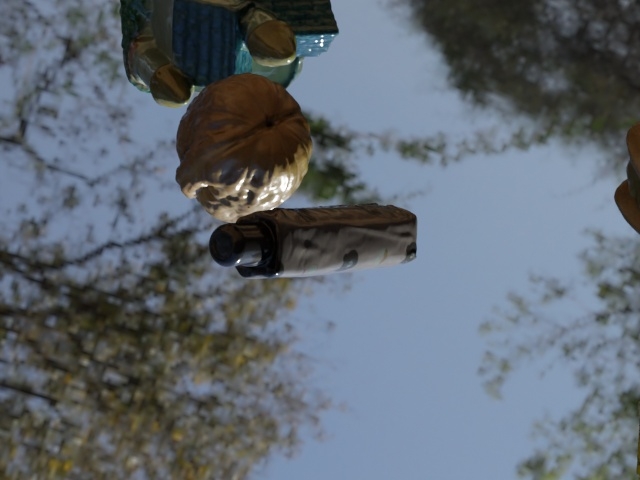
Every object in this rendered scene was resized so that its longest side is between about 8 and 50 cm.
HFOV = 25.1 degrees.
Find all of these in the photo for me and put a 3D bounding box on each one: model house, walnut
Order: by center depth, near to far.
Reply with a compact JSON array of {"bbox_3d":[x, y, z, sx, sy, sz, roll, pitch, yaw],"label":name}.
[{"bbox_3d":[-0.092,-0.100,1.611,0.155,0.184,0.156,8,-112,-21],"label":"walnut"},{"bbox_3d":[-0.102,-0.249,1.901,0.267,0.194,0.325,-4,-156,-21],"label":"model house"}]

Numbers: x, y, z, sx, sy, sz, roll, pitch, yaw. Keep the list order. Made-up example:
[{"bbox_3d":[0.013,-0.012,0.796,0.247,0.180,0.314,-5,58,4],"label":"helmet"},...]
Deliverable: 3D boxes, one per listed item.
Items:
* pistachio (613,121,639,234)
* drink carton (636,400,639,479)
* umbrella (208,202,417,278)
[{"bbox_3d":[0.324,-0.026,1.053,0.215,0.144,0.144,24,-160,20],"label":"pistachio"},{"bbox_3d":[0.424,0.145,1.290,0.154,0.111,0.351,7,-162,36],"label":"drink carton"},{"bbox_3d":[0.000,0.000,1.472,0.067,0.073,0.337,-11,177,33],"label":"umbrella"}]
